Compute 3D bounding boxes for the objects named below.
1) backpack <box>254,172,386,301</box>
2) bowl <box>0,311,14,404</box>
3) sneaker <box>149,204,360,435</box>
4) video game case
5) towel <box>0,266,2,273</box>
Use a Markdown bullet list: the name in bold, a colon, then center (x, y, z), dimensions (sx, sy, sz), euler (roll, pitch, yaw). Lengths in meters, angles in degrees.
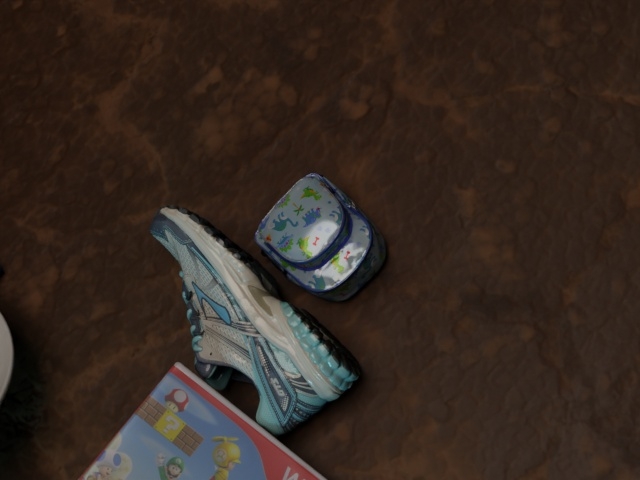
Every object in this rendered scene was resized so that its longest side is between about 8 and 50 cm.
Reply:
- **backpack**: center (0.000, 0.000, 1.395), dimensions (0.105, 0.084, 0.114), euler (-47, 65, 0)
- **bowl**: center (-0.457, 0.173, 1.433), dimensions (0.298, 0.134, 0.297), euler (2, 42, -2)
- **sneaker**: center (-0.096, 0.076, 1.387), dimensions (0.122, 0.110, 0.283), euler (-47, 62, 2)
- **video game case**: center (-0.144, 0.284, 1.291), dimensions (0.204, 0.025, 0.285), euler (38, 72, 3)
- **towel**: center (-0.414, 0.054, 1.554), dimensions (0.119, 0.029, 0.067), euler (-46, 63, -2)
